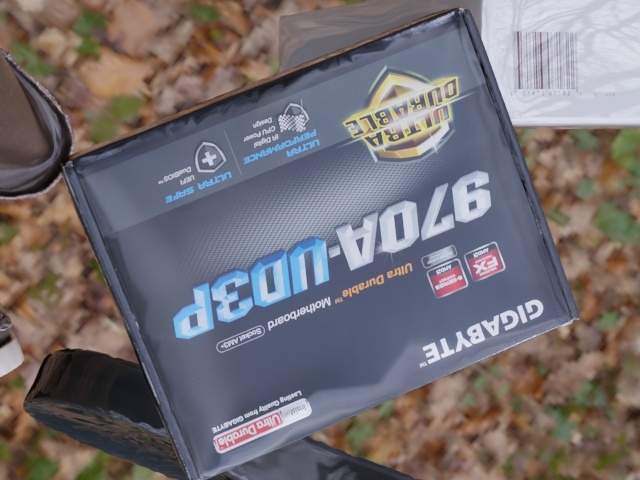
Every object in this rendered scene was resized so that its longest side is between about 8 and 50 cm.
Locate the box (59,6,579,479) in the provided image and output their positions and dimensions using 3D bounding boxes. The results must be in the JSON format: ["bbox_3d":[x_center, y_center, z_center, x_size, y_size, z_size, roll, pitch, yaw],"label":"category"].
[{"bbox_3d":[0.000,0.000,0.823,0.220,0.051,0.175,-22,99,-9],"label":"box"}]

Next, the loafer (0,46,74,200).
[{"bbox_3d":[-0.324,-0.125,1.371,0.366,0.130,0.134,37,76,-53],"label":"loafer"}]

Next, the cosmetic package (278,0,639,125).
[{"bbox_3d":[0.198,-0.125,1.153,0.377,0.284,0.097,-3,92,-27],"label":"cosmetic package"}]

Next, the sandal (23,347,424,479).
[{"bbox_3d":[0.003,0.204,1.079,0.167,0.446,0.107,-36,-148,67],"label":"sandal"}]

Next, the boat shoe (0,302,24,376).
[{"bbox_3d":[-0.331,0.057,1.360,0.116,0.324,0.096,-25,103,-17],"label":"boat shoe"}]
